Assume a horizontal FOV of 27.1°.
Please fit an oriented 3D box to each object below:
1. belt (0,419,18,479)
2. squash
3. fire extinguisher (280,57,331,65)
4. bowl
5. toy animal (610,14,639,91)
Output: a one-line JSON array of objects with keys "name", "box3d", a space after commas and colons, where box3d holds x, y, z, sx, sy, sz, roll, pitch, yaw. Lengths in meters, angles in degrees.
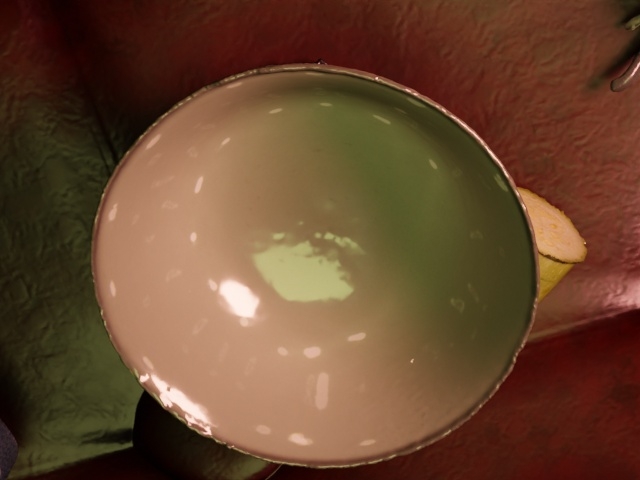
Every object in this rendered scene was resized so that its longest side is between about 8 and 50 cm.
[{"name": "belt", "box3d": [-0.352, 0.145, 1.147, 0.122, 0.128, 0.218, -18, 118, 40]}, {"name": "squash", "box3d": [0.116, 0.057, 1.123, 0.094, 0.094, 0.224, 35, 116, -14]}, {"name": "fire extinguisher", "box3d": [-0.066, -0.107, 1.069, 0.173, 0.049, 0.035, -28, 67, 11]}, {"name": "bowl", "box3d": [0.000, 0.000, 1.050, 0.337, 0.157, 0.337, 2, 116, 5]}, {"name": "toy animal", "box3d": [0.326, -0.206, 0.983, 0.082, 0.137, 0.269, 37, 149, -17]}]
